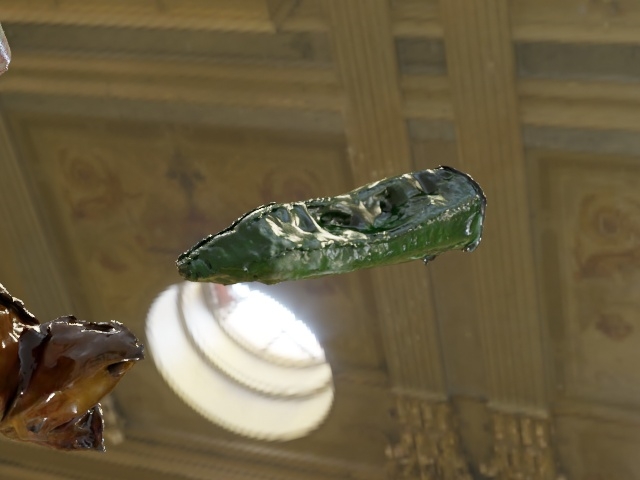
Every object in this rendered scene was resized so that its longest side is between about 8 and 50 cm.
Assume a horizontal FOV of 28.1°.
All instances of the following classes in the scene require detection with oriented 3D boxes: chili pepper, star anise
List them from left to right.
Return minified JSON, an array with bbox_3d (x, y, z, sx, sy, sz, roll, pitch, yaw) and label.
[{"bbox_3d":[-0.315,0.096,1.179,0.346,0.237,0.148,20,-115,31],"label":"star anise"},{"bbox_3d":[0.000,0.000,0.751,0.088,0.059,0.227,-18,176,44],"label":"chili pepper"}]

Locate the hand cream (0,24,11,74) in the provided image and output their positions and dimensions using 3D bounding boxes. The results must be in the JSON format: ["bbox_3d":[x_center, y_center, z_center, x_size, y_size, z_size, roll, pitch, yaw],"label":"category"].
[{"bbox_3d":[-0.392,-0.252,1.476,0.043,0.210,0.067,15,-109,1],"label":"hand cream"}]
